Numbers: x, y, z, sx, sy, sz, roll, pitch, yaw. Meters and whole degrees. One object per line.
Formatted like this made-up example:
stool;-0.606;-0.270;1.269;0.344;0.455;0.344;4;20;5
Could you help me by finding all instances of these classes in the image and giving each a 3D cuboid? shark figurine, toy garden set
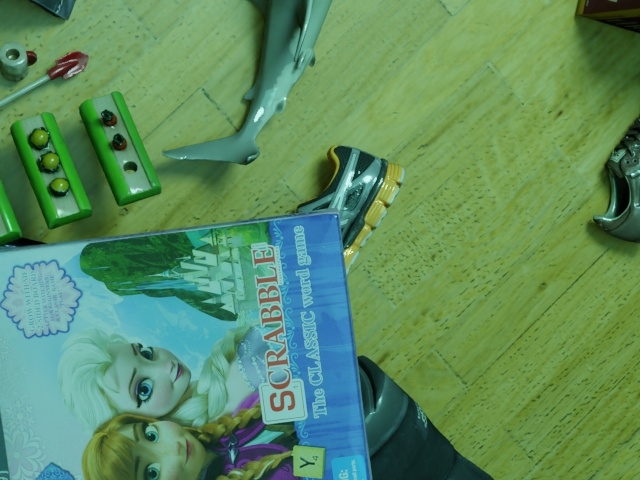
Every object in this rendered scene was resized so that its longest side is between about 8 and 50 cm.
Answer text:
shark figurine;-0.056;-0.205;1.296;0.116;0.166;0.278;27;108;8
toy garden set;-0.296;-0.102;1.205;0.244;0.049;0.204;-19;70;-17

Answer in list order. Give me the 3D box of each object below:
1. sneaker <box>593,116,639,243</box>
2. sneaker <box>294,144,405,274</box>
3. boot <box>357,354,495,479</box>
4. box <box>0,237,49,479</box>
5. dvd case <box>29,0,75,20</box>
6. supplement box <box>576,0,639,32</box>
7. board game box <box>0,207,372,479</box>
sneaker;0.350;-0.092;1.421;0.071;0.066;0.188;13;92;-16
sneaker;0.000;0.000;1.334;0.083;0.084;0.215;32;84;-3
boot;0.065;0.374;1.358;0.367;0.146;0.445;-37;118;14
box;-0.262;0.139;1.262;0.184;0.103;0.261;13;93;-14
dvd case;-0.227;-0.322;1.190;0.018;0.164;0.221;20;90;13
supplement box;0.403;-0.274;1.348;0.194;0.191;0.129;12;93;-17
board game box;-0.121;0.147;1.164;0.318;0.066;0.319;-8;94;2
